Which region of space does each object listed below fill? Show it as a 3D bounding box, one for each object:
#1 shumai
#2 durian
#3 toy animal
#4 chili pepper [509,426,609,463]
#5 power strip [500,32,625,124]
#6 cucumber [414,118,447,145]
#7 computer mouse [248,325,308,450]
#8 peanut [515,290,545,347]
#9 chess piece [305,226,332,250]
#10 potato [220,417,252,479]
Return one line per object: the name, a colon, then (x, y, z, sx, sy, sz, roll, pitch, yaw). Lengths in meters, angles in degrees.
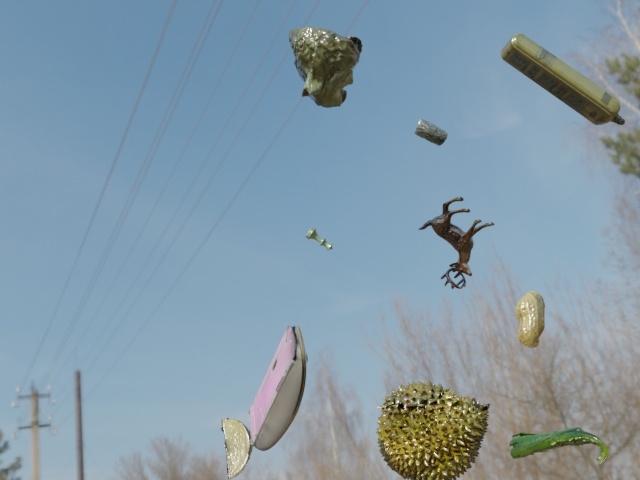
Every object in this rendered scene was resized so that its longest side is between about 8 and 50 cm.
shumai: (-0.003, -0.501, 2.013, 0.189, 0.218, 0.256, 0, 11, -28)
durian: (0.282, 0.484, 1.748, 0.293, 0.258, 0.258, -2, -20, 25)
toy animal: (0.449, 0.008, 2.267, 0.087, 0.243, 0.260, -25, -22, -54)
chili pepper: (0.664, 0.581, 1.957, 0.076, 0.085, 0.359, 32, -26, -12)
power strip: (0.666, -0.425, 1.874, 0.387, 0.066, 0.092, 34, -17, 0)
cucumber: (0.382, -0.374, 2.368, 0.112, 0.064, 0.064, 25, -31, -1)
computer mouse: (-0.089, 0.342, 1.579, 0.072, 0.158, 0.310, 15, -65, -18)
peanut: (0.670, 0.249, 2.195, 0.093, 0.194, 0.083, 25, -30, -15)
chess piece: (0.000, 0.000, 2.172, 0.042, 0.093, 0.042, -52, -3, -3)
potato: (-0.213, 0.567, 1.851, 0.089, 0.172, 0.101, -9, -42, -9)
